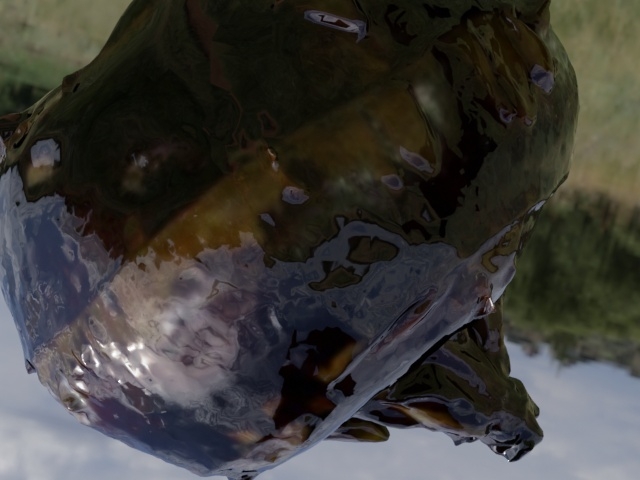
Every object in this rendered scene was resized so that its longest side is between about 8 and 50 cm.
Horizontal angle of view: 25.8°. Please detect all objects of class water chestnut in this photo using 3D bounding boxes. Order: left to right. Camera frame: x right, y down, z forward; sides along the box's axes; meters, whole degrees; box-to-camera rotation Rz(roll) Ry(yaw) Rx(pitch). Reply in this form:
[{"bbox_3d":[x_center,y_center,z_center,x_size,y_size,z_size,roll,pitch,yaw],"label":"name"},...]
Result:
[{"bbox_3d":[0.000,0.000,0.656,0.300,0.300,0.300,15,-178,0],"label":"water chestnut"}]
